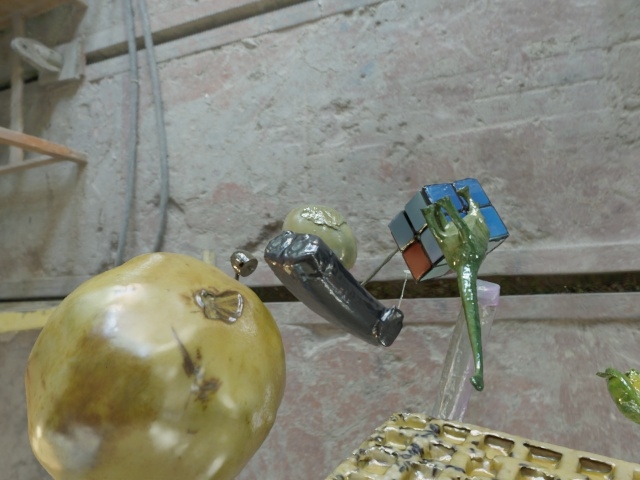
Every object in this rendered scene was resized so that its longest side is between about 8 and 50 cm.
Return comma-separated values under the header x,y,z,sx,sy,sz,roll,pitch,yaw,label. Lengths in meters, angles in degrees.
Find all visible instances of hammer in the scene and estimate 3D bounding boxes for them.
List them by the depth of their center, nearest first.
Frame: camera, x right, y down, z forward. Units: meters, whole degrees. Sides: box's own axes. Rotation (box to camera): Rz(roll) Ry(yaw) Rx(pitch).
x,y,z,sx,sy,sz,roll,pitch,yaw,label
0.215,0.035,1.568,0.292,0.029,0.058,-46,38,9,hammer

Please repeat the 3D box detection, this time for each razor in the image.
x,y,z,sx,sy,sz,roll,pitch,yaw,label
0.029,0.111,1.146,0.107,0.327,0.189,-56,29,-16,razor

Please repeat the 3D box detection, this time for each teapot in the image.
x,y,z,sx,sy,sz,roll,pitch,yaw,label
-0.235,0.082,1.532,0.080,0.085,0.110,38,98,28,teapot

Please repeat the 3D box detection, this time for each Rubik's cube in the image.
x,y,z,sx,sy,sz,roll,pitch,yaw,label
0.295,-0.024,1.253,0.180,0.183,0.167,-53,53,52,Rubik's cube

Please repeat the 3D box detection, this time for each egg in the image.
x,y,z,sx,sy,sz,roll,pitch,yaw,label
-0.001,0.000,1.286,0.201,0.164,0.164,43,103,12,egg

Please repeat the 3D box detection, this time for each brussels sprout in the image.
x,y,z,sx,sy,sz,roll,pitch,yaw,label
0.778,0.393,1.329,0.100,0.139,0.181,-38,56,26,brussels sprout

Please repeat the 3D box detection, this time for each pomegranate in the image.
x,y,z,sx,sy,sz,roll,pitch,yaw,label
-0.213,0.185,0.721,0.333,0.332,0.332,-2,85,24,pomegranate

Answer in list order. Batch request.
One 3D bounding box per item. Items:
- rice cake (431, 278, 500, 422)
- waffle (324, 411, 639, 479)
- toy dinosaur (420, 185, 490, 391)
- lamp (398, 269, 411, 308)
x,y,z,sx,sy,sz,roll,pitch,yaw,label
0.329,0.274,1.226,0.070,0.064,0.399,8,111,-4,rice cake
0.200,0.319,0.599,0.376,0.261,0.114,3,100,31,waffle
0.295,0.052,0.995,0.087,0.447,0.301,-32,84,35,toy dinosaur
0.287,0.194,1.806,0.056,0.050,0.198,13,84,13,lamp
